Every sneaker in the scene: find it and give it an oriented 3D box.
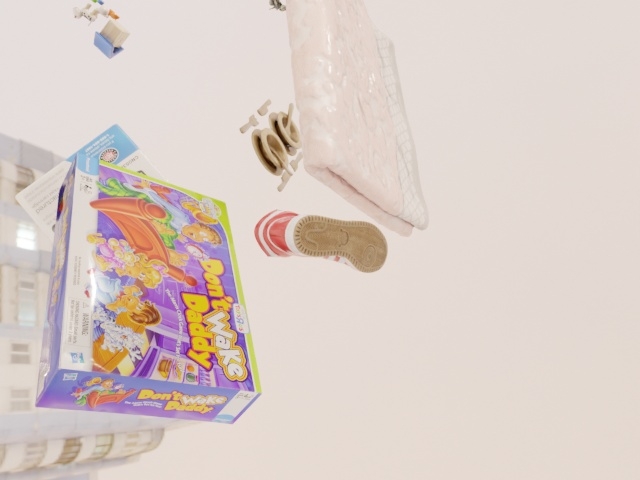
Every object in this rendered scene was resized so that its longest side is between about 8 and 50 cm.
[{"bbox_3d":[0.000,0.000,0.467,0.067,0.118,0.042,5,-97,44],"label":"sneaker"}]

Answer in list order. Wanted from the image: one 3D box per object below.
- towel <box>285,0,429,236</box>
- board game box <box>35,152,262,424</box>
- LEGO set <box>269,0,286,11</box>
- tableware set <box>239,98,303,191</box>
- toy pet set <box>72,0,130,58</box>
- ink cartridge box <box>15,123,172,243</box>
[{"bbox_3d":[0.049,-0.192,0.715,0.053,0.317,0.331,-15,-110,24],"label":"towel"},{"bbox_3d":[-0.221,0.055,0.738,0.078,0.233,0.347,-49,-140,30],"label":"board game box"},{"bbox_3d":[-0.062,-0.293,0.660,0.023,0.054,0.083,-29,-136,-8],"label":"LEGO set"},{"bbox_3d":[-0.066,-0.175,0.980,0.039,0.194,0.128,-25,-70,22],"label":"tableware set"},{"bbox_3d":[-0.441,-0.425,1.125,0.114,0.122,0.065,43,-76,-7],"label":"toy pet set"},{"bbox_3d":[-0.349,-0.019,1.029,0.223,0.129,0.307,-41,-99,-14],"label":"ink cartridge box"}]
